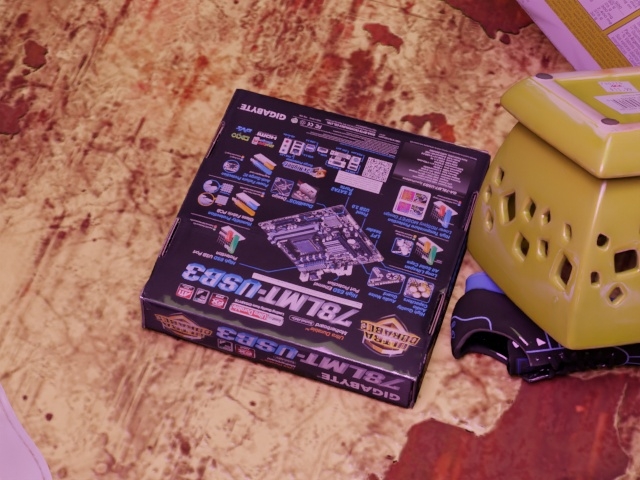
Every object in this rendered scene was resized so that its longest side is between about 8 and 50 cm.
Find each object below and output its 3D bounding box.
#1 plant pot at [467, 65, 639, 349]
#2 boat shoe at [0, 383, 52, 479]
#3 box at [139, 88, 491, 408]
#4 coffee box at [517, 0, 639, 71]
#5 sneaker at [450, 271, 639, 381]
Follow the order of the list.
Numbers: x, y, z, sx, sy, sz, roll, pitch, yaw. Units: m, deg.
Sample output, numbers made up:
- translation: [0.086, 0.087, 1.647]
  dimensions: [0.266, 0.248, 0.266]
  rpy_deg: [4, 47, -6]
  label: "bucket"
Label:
- translation: [0.295, -0.046, 1.514]
  dimensions: [0.228, 0.207, 0.227]
  rpy_deg: [-6, 27, -21]
  label: "plant pot"
- translation: [-0.308, 0.220, 1.470]
  dimensions: [0.095, 0.079, 0.254]
  rpy_deg: [-27, 58, -15]
  label: "boat shoe"
- translation: [0.000, 0.000, 1.625]
  dimensions: [0.296, 0.073, 0.293]
  rpy_deg: [15, 58, 9]
  label: "box"
- translation: [0.444, -0.321, 1.615]
  dimensions: [0.337, 0.334, 0.338]
  rpy_deg: [-44, 96, -26]
  label: "coffee box"
- translation: [0.244, 0.103, 1.559]
  dimensions: [0.232, 0.081, 0.090]
  rpy_deg: [12, 60, 15]
  label: "sneaker"
